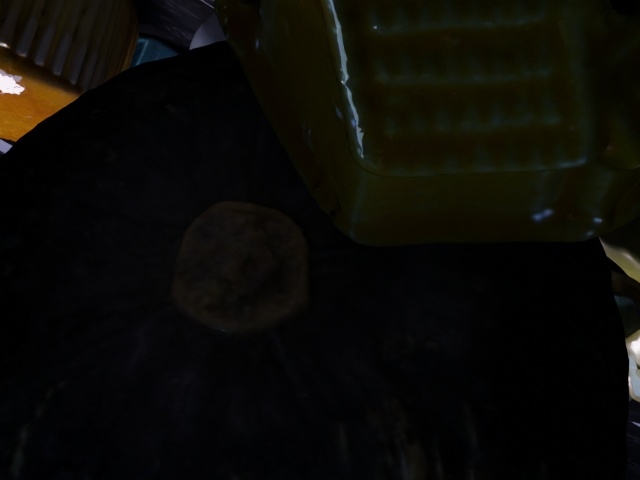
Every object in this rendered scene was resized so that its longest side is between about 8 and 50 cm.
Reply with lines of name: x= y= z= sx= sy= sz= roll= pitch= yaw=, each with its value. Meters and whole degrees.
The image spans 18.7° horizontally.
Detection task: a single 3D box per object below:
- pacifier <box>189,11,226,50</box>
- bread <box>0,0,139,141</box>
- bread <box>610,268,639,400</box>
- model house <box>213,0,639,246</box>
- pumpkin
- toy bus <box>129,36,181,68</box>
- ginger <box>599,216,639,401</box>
pacifier: x=-0.058 y=-0.073 z=1.457 sx=0.238 sy=0.287 sz=0.226 roll=29 pitch=137 yaw=20
bread: x=-0.255 y=-0.164 z=1.552 sx=0.204 sy=0.156 sz=0.288 roll=23 pitch=171 yaw=-4
bread: x=0.225 y=0.104 z=1.819 sx=0.261 sy=0.156 sz=0.158 roll=-11 pitch=-173 yaw=-26
model house: x=0.087 y=-0.110 z=0.984 sx=0.268 sy=0.173 sz=0.239 roll=-5 pitch=159 yaw=-5
pumpkin: x=-0.033 y=0.092 z=1.198 sx=0.454 sy=0.454 sz=0.344 roll=22 pitch=156 yaw=20
toy bus: x=-0.193 y=-0.052 z=1.736 sx=0.147 sy=0.256 sz=0.128 roll=12 pitch=165 yaw=47
ginger: x=0.323 y=0.078 z=1.226 sx=0.358 sy=0.211 sz=0.413 roll=14 pitch=166 yaw=45
